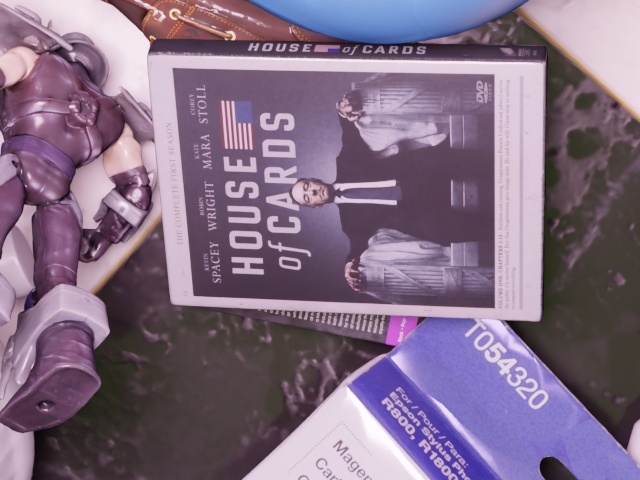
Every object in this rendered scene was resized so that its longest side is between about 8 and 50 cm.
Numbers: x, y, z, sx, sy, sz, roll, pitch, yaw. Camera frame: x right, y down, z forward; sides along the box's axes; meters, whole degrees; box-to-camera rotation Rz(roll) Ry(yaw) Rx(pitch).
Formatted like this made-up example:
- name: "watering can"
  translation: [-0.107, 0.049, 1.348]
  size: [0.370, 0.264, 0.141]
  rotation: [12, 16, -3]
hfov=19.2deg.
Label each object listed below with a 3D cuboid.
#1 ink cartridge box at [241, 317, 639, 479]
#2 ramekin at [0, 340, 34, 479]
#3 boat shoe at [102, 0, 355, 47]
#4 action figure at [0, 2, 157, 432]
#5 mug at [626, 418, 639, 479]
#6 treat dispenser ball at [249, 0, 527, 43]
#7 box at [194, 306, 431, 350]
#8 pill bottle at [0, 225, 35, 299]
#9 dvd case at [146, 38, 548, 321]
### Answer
- name: "ink cartridge box"
  translation: [0.078, 0.253, 1.204]
  size: [0.330, 0.071, 0.324]
  rotation: [-45, 83, 14]
- name: "ramekin"
  translation: [-0.329, 0.143, 1.176]
  size: [0.277, 0.135, 0.277]
  rotation: [3, 115, 7]
- name: "boat shoe"
  translation: [-0.075, -0.140, 1.204]
  size: [0.207, 0.073, 0.073]
  rotation: [16, 95, 1]
- name: "action figure"
  translation: [-0.179, -0.028, 1.153]
  size: [0.185, 0.285, 0.099]
  rotation: [30, 136, -26]
- name: "mug"
  translation: [0.228, 0.147, 1.238]
  size: [0.062, 0.078, 0.064]
  rotation: [7, 88, 34]
- name: "treat dispenser ball"
  translation: [0.039, -0.256, 1.078]
  size: [0.288, 0.288, 0.288]
  rotation: [0, 96, 2]
- name: "box"
  translation: [0.000, 0.000, 1.239]
  size: [0.162, 0.029, 0.116]
  rotation: [11, 97, 0]
- name: "pill bottle"
  translation: [-0.245, 0.031, 1.235]
  size: [0.116, 0.065, 0.065]
  rotation: [-20, 95, 4]
- name: "dvd case"
  translation: [0.018, -0.036, 1.162]
  size: [0.239, 0.029, 0.179]
  rotation: [2, 120, 8]
